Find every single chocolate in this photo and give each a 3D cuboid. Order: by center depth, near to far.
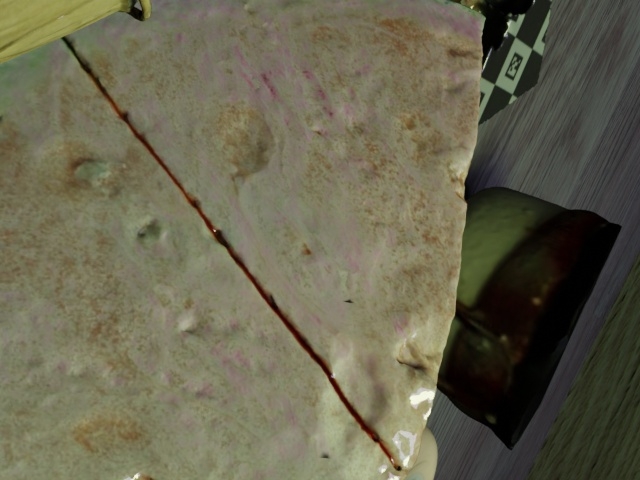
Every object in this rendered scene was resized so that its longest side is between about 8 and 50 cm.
[{"bbox_3d":[0.185,0.068,1.157,0.283,0.186,0.283,-59,165,-26],"label":"chocolate"}]

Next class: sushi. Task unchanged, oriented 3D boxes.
[{"bbox_3d":[0.134,-0.207,0.932,0.220,0.047,0.231,-36,141,-39],"label":"sushi"}]

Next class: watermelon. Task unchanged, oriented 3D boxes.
[{"bbox_3d":[-0.076,0.020,0.559,0.222,0.292,0.319,124,-28,-58],"label":"watermelon"}]

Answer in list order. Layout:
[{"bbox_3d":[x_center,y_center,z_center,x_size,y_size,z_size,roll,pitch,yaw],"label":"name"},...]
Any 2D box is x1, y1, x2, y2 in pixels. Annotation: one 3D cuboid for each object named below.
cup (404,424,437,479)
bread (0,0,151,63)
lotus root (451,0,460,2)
[{"bbox_3d":[-0.032,0.180,0.795,0.191,0.200,0.253,-55,156,-19],"label":"cup"},{"bbox_3d":[-0.109,-0.174,0.351,0.212,0.142,0.224,-43,154,-9],"label":"bread"},{"bbox_3d":[0.029,-0.229,0.564,0.210,0.142,0.314,-58,155,-8],"label":"lotus root"}]
